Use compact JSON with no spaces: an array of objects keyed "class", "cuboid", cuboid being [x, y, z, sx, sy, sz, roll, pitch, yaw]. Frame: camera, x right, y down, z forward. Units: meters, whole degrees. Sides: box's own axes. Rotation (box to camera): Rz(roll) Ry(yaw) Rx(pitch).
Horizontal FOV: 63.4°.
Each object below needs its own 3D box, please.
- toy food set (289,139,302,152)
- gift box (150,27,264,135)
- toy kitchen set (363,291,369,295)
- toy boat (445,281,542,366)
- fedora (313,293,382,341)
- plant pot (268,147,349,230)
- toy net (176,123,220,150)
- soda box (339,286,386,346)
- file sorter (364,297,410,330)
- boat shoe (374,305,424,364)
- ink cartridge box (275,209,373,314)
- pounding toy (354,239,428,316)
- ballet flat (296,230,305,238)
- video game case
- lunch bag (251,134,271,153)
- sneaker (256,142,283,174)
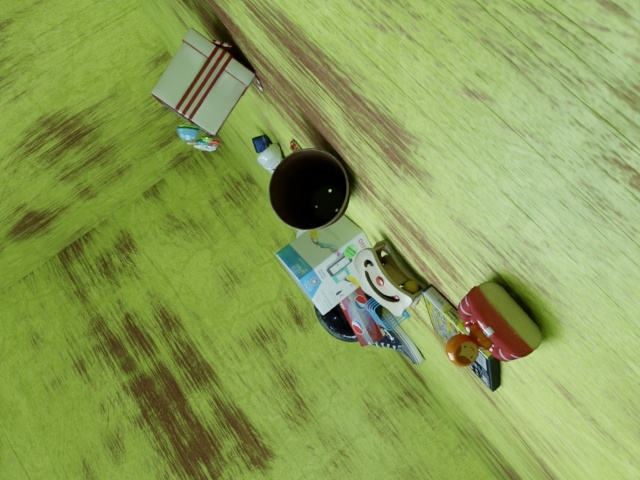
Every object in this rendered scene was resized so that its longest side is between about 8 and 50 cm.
[{"class":"toy food set","cuboid":[-0.075,-0.294,1.713,0.083,0.020,0.082,51,174,12]},{"class":"gift box","cuboid":[-0.339,-0.478,1.618,0.276,0.258,0.255,32,-179,-19]},{"class":"toy kitchen set","cuboid":[0.220,0.180,2.161,0.068,0.075,0.083,18,-139,-13]},{"class":"toy boat","cuboid":[0.299,0.175,0.961,0.151,0.151,0.231,51,173,17]},{"class":"fedora","cuboid":[0.136,0.281,2.306,0.334,0.334,0.152,51,-166,16]},{"class":"plant pot","cuboid":[-0.004,-0.122,1.443,0.215,0.215,0.230,52,-172,13]},{"class":"toy net","cuboid":[-0.368,-0.323,1.647,0.232,0.122,0.045,-5,-81,-85]},{"class":"soda box","cuboid":[0.160,0.300,2.139,0.092,0.083,0.263,-32,85,55]},{"class":"file sorter","cuboid":[0.255,0.272,2.034,0.118,0.104,0.170,54,174,-4]},{"class":"boat shoe","cuboid":[0.315,0.461,2.384,0.340,0.158,0.127,52,174,9]},{"class":"ink cartridge box","cuboid":[0.032,0.069,1.790,0.197,0.270,0.198,43,168,51]},{"class":"pounding toy","cuboid":[0.207,0.079,1.494,0.269,0.154,0.154,37,137,34]},{"class":"ballet flat","cuboid":[0.000,0.000,2.049,0.164,0.182,0.483,47,171,32]},{"class":"video game case","cuboid":[0.382,0.267,1.398,0.248,0.035,0.275,48,173,36]},{"class":"lunch bag","cuboid":[-0.241,-0.402,2.146,0.098,0.065,0.067,-141,31,-69]},{"class":"sneaker","cuboid":[-0.157,-0.283,2.054,0.169,0.108,0.292,51,-176,1]}]
